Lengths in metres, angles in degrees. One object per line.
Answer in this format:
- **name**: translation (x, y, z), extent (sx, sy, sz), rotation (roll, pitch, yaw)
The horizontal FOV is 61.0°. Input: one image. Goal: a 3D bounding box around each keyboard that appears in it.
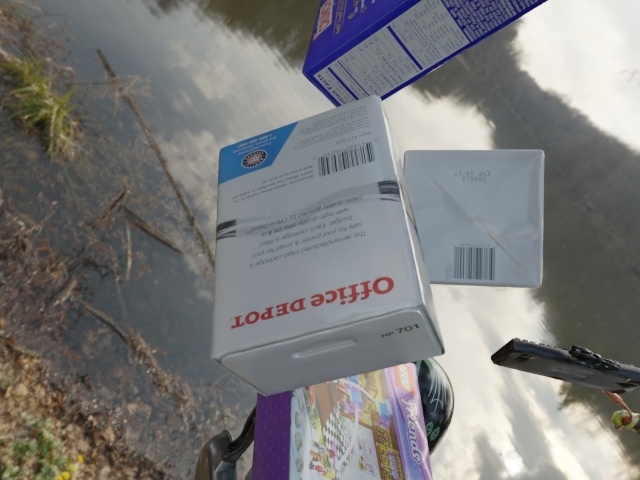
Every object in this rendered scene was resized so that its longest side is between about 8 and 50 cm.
- **keyboard**: translation (0.314, 0.151, 0.666), extent (0.180, 0.108, 0.023), rotation (13, 64, -1)

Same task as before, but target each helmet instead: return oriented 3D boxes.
- **helmet**: translation (0.116, 0.233, 0.806), extent (0.169, 0.169, 0.162), rotation (36, 68, -32)

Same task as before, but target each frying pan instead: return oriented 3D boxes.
- **frying pan**: translation (-0.153, 0.390, 0.865), extent (0.053, 0.326, 0.197), rotation (9, 56, -21)

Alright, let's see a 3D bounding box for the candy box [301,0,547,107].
- **candy box**: translation (0.139, -0.359, 0.789), extent (0.122, 0.317, 0.268), rotation (41, 41, -33)

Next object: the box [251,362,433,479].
- **box**: translation (0.028, 0.221, 0.523), extent (0.200, 0.057, 0.293), rotation (33, 36, -30)

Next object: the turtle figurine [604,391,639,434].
- **turtle figurine**: translation (0.503, 0.318, 0.764), extent (0.087, 0.218, 0.269), rotation (-19, 30, -32)

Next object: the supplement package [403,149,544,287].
- **supplement package**: translation (0.212, -0.017, 0.818), extent (0.293, 0.177, 0.176), rotation (25, 67, -79)

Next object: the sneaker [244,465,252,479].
- **sneaker**: translation (-0.020, 0.387, 0.832), extent (0.127, 0.321, 0.126), rotation (43, 67, -2)

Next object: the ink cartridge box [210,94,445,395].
- **ink cartridge box**: translation (0.000, 0.000, 0.402), extent (0.082, 0.139, 0.191), rotation (56, 22, -51)
